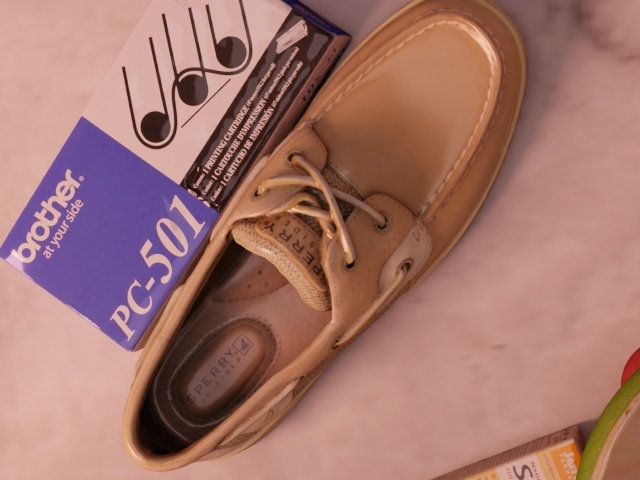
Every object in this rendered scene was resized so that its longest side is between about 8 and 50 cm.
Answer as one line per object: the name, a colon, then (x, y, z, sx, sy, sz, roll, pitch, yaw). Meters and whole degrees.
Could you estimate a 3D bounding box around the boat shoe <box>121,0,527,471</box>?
boat shoe: (0.000, 0.000, 0.965, 0.109, 0.098, 0.302, 40, 102, 6)

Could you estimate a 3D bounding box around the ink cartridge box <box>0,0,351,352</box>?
ink cartridge box: (-0.080, -0.051, 1.004, 0.097, 0.046, 0.207, 35, 102, 8)

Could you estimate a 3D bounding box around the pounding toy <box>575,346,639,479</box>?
pounding toy: (0.215, 0.132, 0.946, 0.237, 0.110, 0.183, 31, 90, -22)

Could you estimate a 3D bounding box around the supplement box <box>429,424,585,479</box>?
supplement box: (0.104, 0.147, 0.989, 0.098, 0.036, 0.062, -23, 91, 13)
